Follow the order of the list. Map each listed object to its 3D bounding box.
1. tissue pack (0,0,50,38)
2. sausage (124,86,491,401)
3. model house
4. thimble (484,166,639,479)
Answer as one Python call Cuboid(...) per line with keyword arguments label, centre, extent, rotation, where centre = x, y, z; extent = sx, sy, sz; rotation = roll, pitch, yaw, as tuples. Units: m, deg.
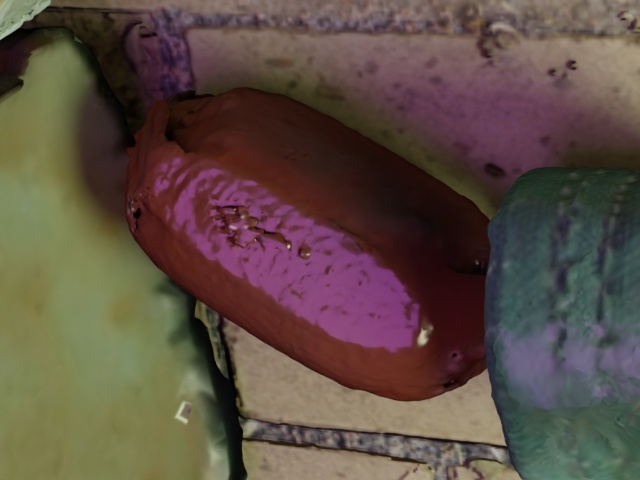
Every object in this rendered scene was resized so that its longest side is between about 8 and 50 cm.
Cuboid(label="tissue pack", centre=(-0.233, -0.361, 0.934), extent=(0.405, 0.205, 0.332), rotation=(41, 129, -4))
Cuboid(label="sausage", centre=(0.000, 0.000, 1.084), extent=(0.280, 0.152, 0.152), rotation=(31, 125, 5))
Cuboid(label="model house", centre=(-0.337, 0.108, 1.184), extent=(0.400, 0.395, 0.445), rotation=(5, 133, 33))
Cuboid(label="thimble", centre=(0.191, 0.059, 1.017), extent=(0.143, 0.198, 0.235), rotation=(0, 151, 21))
